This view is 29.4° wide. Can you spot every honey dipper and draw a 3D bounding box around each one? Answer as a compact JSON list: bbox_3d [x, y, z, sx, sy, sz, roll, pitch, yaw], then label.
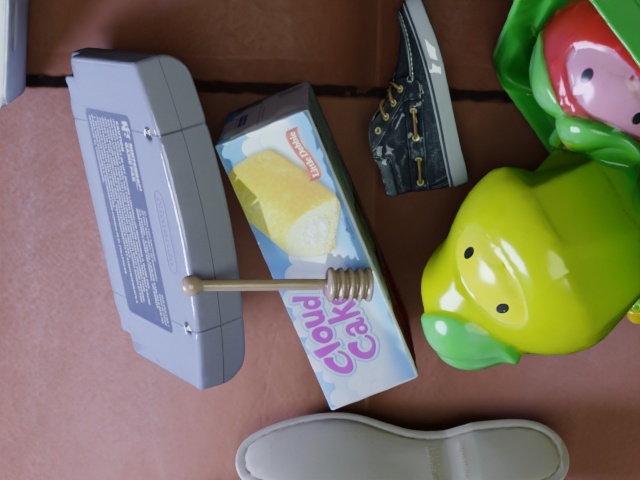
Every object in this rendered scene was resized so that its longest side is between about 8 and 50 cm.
[{"bbox_3d":[-0.036,0.037,1.018,0.160,0.030,0.030,0,108,-12],"label":"honey dipper"}]

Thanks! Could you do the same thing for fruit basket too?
[{"bbox_3d":[0.242,-0.034,1.002,0.392,0.283,0.392,0,74,-1],"label":"fruit basket"}]

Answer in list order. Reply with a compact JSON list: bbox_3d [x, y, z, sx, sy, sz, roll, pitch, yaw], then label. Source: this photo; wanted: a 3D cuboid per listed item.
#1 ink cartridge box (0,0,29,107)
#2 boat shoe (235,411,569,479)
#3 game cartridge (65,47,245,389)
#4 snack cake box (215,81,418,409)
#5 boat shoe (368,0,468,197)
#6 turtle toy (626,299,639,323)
[{"bbox_3d":[-0.371,-0.208,1.095,0.208,0.087,0.153,7,107,0],"label":"ink cartridge box"},{"bbox_3d":[0.080,0.240,1.213,0.324,0.117,0.097,-2,136,1],"label":"boat shoe"},{"bbox_3d":[-0.146,-0.023,1.096,0.062,0.198,0.297,-21,111,-33],"label":"game cartridge"},{"bbox_3d":[0.000,0.000,1.117,0.089,0.152,0.264,-22,105,6],"label":"snack cake box"},{"bbox_3d":[0.078,-0.128,1.120,0.083,0.065,0.183,-13,106,6],"label":"boat shoe"},{"bbox_3d":[0.258,0.035,1.165,0.130,0.066,0.095,-11,130,7],"label":"turtle toy"}]
